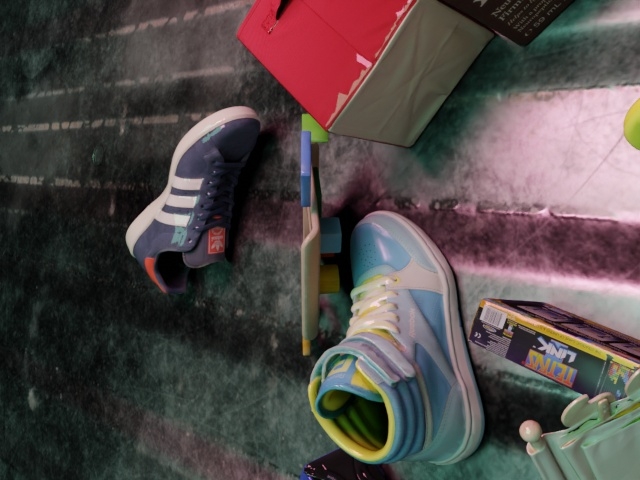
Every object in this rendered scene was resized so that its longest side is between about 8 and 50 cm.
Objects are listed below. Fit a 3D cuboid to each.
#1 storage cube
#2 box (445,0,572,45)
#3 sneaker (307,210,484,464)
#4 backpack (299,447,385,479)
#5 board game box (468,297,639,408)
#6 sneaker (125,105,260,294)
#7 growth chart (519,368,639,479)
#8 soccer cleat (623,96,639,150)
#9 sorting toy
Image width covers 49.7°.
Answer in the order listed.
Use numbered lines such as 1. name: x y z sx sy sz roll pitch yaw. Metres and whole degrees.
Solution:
1. storage cube: 0.056 -0.247 0.833 0.193 0.215 0.183 50 118 27
2. box: 0.184 -0.342 0.723 0.168 0.203 0.167 -45 58 31
3. sneaker: 0.063 0.099 0.783 0.127 0.208 0.319 -35 62 36
4. backpack: 0.042 0.330 0.858 0.120 0.098 0.101 48 146 35
5. board game box: 0.249 0.107 0.652 0.170 0.141 0.048 24 99 43
6. sneaker: -0.179 -0.049 1.095 0.350 0.131 0.148 -51 61 34
7. growth chart: 0.277 0.144 0.542 0.237 0.172 0.021 -24 34 0
8. soccer cleat: 0.397 -0.182 0.604 0.289 0.093 0.121 -42 29 37
9. sorting toy: 0.000 0.000 0.878 0.196 0.047 0.347 -91 1 -47
